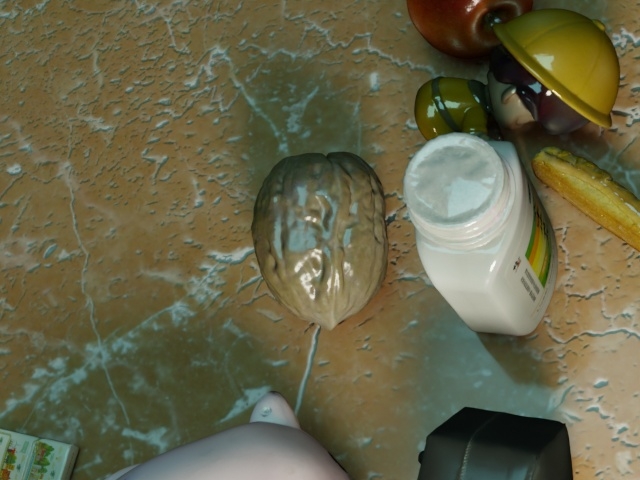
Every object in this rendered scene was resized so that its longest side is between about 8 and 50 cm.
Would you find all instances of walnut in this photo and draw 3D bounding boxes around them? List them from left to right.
[{"bbox_3d":[0.001,-0.001,1.657,0.178,0.178,0.230,-9,77,17],"label":"walnut"}]

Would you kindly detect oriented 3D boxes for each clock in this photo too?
[{"bbox_3d":[-0.119,0.380,1.504,0.376,0.250,0.368,-44,62,0],"label":"clock"}]

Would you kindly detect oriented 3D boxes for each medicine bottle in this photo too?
[{"bbox_3d":[0.187,-0.010,1.497,0.124,0.324,0.179,6,72,23],"label":"medicine bottle"}]

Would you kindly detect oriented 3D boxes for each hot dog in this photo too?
[{"bbox_3d":[0.351,-0.052,1.603,0.047,0.066,0.215,-35,57,-27],"label":"hot dog"}]

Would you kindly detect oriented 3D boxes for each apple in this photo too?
[{"bbox_3d":[0.197,-0.315,1.705,0.163,0.163,0.139,-41,54,2],"label":"apple"}]

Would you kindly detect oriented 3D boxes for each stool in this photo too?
[{"bbox_3d":[0.188,0.300,1.443,0.141,0.232,0.232,7,73,26],"label":"stool"}]

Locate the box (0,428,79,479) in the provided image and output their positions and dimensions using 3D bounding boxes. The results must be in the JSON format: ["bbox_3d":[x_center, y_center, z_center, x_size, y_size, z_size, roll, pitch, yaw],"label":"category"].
[{"bbox_3d":[-0.439,0.314,1.773,0.220,0.032,0.122,8,73,23],"label":"box"}]

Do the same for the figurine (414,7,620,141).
[{"bbox_3d":[0.241,-0.189,1.626,0.256,0.167,0.192,-18,27,14],"label":"figurine"}]
